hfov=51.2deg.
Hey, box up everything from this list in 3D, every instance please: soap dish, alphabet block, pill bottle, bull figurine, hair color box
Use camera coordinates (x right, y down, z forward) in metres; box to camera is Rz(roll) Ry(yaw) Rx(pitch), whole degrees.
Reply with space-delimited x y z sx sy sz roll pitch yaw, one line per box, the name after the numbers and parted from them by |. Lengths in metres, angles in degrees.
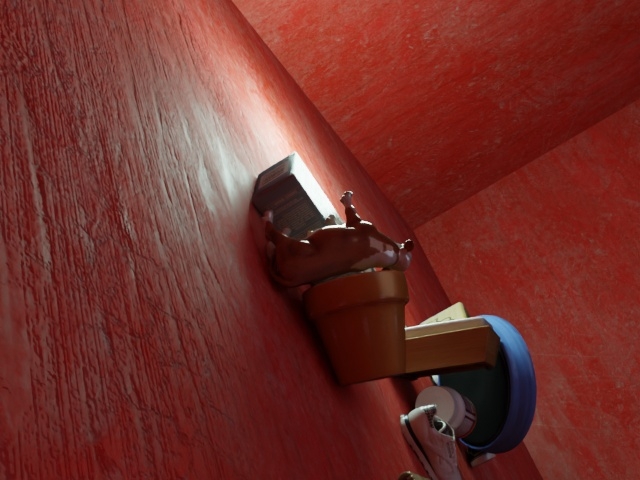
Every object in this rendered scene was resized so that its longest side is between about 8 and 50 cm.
0.315 0.288 1.741 0.229 0.290 0.118 35 45 -64 | soap dish
0.477 0.366 2.387 0.193 0.192 0.197 56 13 -6 | alphabet block
0.326 0.446 1.739 0.221 0.121 0.121 40 22 -57 | pill bottle
0.033 0.006 1.309 0.188 0.310 0.101 56 -35 37 | bull figurine
0.000 0.000 1.516 0.374 0.113 0.185 56 12 -20 | hair color box

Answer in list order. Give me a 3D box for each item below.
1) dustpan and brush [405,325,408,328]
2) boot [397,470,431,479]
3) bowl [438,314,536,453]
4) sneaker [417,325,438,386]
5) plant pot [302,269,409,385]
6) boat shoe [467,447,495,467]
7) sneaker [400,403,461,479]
0.207 0.225 1.932 0.211 0.060 0.147 58 12 -6 | dustpan and brush
0.232 0.544 1.191 0.207 0.090 0.248 48 12 -34 | boot
0.463 0.410 1.922 0.077 0.391 0.391 4 42 -22 | bowl
0.385 0.369 2.201 0.078 0.106 0.234 49 16 -44 | sneaker
0.082 0.174 1.281 0.205 0.205 0.188 27 50 -68 | plant pot
0.478 0.635 2.025 0.070 0.077 0.219 63 5 15 | boat shoe
0.274 0.476 1.523 0.235 0.094 0.090 56 11 -20 | sneaker
